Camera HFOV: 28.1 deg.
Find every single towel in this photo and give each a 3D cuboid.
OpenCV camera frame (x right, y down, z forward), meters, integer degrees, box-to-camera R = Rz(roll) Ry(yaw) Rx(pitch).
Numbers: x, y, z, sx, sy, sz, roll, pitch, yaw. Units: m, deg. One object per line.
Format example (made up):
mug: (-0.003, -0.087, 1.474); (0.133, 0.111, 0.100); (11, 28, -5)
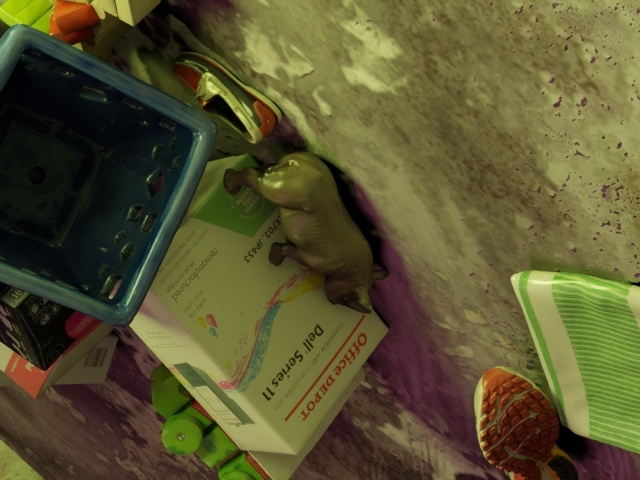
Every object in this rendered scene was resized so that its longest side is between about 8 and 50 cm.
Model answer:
towel: (0.340, 0.141, 1.181); (0.325, 0.038, 0.248); (17, 144, 41)

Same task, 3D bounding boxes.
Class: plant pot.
plant pot: (-0.279, -0.063, 1.315); (0.236, 0.236, 0.212); (27, 171, -25)

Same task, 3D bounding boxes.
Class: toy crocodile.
toy crocodile: (-0.161, 0.329, 2.077); (0.340, 0.105, 0.115); (50, -166, -19)

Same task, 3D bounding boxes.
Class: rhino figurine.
rhino figurine: (0.000, 0.000, 1.374); (0.106, 0.073, 0.243); (-7, 131, 33)

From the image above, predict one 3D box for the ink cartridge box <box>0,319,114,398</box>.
ink cartridge box: (-0.454, 0.066, 1.912); (0.283, 0.207, 0.117); (39, 129, 4)

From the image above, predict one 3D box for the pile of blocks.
pile of blocks: (-0.258, -0.248, 1.302); (0.149, 0.112, 0.362); (46, 153, -10)

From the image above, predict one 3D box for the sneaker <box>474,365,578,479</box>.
sneaker: (0.206, 0.204, 1.381); (0.092, 0.088, 0.225); (57, 176, 43)

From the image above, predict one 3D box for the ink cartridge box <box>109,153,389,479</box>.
ink cartridge box: (-0.063, 0.101, 1.466); (0.119, 0.207, 0.353); (-7, 128, 53)

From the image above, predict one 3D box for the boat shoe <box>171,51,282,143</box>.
boat shoe: (-0.104, -0.148, 1.326); (0.137, 0.043, 0.049); (35, 155, 16)

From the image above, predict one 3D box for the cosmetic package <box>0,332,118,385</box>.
cosmetic package: (-0.564, 0.143, 2.092); (0.284, 0.097, 0.377); (26, -170, 33)

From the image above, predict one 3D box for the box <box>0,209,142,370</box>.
box: (-0.342, 0.010, 1.654); (0.142, 0.247, 0.163); (28, 151, 22)
